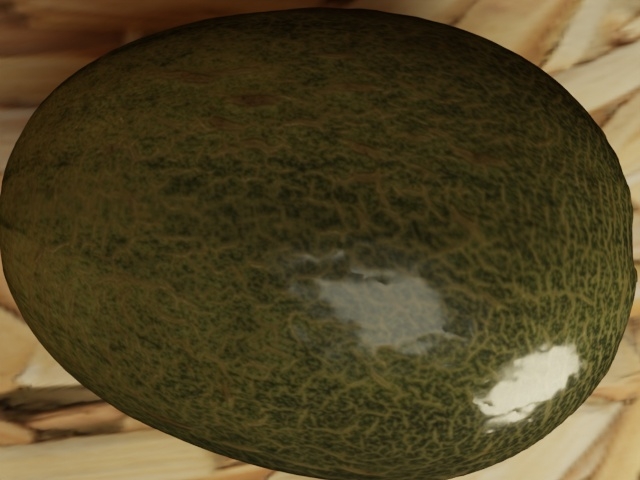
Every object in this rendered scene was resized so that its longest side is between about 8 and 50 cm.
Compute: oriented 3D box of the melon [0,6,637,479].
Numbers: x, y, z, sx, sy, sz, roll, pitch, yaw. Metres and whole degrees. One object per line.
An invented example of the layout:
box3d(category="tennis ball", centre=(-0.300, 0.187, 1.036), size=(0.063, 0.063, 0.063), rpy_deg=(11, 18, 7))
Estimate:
box3d(category="melon", centre=(0.000, 0.000, 0.759), size=(0.329, 0.248, 0.249), rpy_deg=(10, 121, -1))
